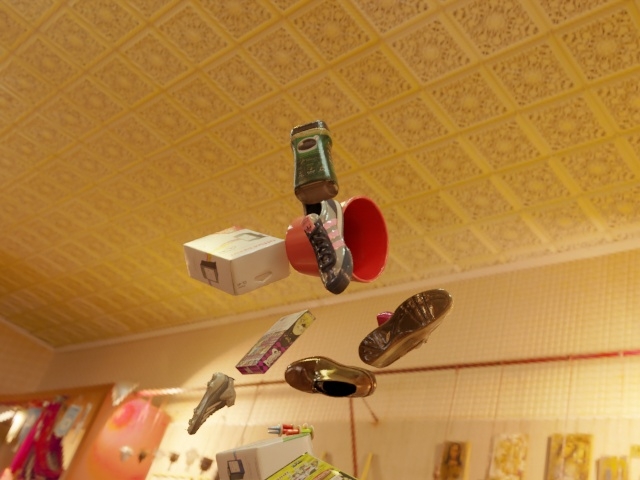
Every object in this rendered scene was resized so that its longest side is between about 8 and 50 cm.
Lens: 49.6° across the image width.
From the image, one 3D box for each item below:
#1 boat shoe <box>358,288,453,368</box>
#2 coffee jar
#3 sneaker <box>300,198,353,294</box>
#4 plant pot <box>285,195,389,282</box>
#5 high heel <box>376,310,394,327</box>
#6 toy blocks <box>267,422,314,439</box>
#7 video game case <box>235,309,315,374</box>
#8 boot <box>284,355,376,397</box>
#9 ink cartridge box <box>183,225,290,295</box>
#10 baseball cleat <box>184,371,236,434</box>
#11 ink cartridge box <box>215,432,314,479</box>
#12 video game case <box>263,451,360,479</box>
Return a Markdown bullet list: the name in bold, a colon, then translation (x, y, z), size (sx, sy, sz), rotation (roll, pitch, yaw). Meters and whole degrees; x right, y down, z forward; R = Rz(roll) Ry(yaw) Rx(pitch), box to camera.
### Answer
- **boat shoe**: translation (0.243, 0.243, 1.874), size (0.302, 0.109, 0.098), rotation (-40, -45, 14)
- **coffee jar**: translation (-0.015, -0.175, 1.520), size (0.096, 0.185, 0.079), rotation (-14, -34, 13)
- **sneaker**: translation (0.000, 0.000, 1.877), size (0.131, 0.319, 0.112), rotation (27, -52, -38)
- **plant pot**: translation (0.041, 0.005, 2.153), size (0.243, 0.275, 0.275), rotation (-6, -40, 37)
- **high heel**: translation (0.199, 0.332, 2.286), size (0.117, 0.082, 0.244), rotation (7, -49, -21)
- **toy blocks**: translation (-0.111, 0.696, 2.526), size (0.148, 0.054, 0.123), rotation (5, -8, -19)
- **video game case**: translation (-0.129, 0.286, 1.927), size (0.042, 0.210, 0.232), rotation (48, -23, -6)
- **boot**: translation (0.002, 0.398, 1.989), size (0.305, 0.113, 0.115), rotation (-1, 0, 35)
- **ink cartridge box**: translation (-0.277, 0.061, 2.278), size (0.306, 0.226, 0.131), rotation (12, -63, 50)
- **baseball cleat**: translation (-0.318, 0.499, 2.068), size (0.109, 0.206, 0.072), rotation (26, 2, -18)
- **ink cartridge box**: translation (-0.135, 0.531, 1.671), size (0.154, 0.093, 0.212), rotation (-4, -13, -38)
- **video game case**: translation (-0.073, 0.481, 1.199), size (0.248, 0.274, 0.035), rotation (-4, -69, 62)
